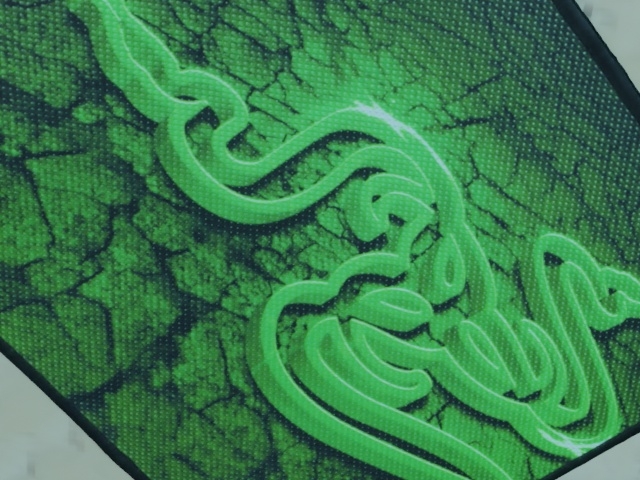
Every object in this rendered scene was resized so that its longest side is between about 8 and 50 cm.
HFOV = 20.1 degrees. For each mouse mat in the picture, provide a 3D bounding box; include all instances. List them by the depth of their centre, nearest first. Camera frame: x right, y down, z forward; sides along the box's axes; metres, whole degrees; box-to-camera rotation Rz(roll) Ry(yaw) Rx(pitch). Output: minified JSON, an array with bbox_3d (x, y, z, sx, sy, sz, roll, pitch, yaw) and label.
[{"bbox_3d":[0.000,0.000,0.400,0.153,0.007,0.189,-32,122,16],"label":"mouse mat"}]
